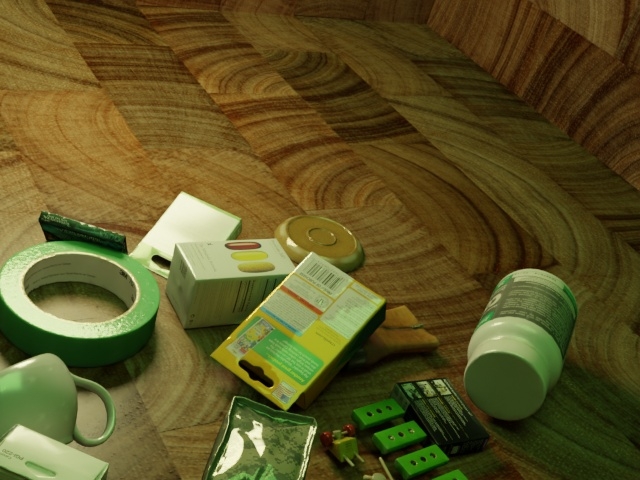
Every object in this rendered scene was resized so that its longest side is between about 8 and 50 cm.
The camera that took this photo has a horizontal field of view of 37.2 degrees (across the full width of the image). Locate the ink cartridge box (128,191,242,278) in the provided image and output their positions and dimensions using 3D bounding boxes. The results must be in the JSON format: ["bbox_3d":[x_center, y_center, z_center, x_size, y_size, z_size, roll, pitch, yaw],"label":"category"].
[{"bbox_3d":[-0.313,0.008,2.211,0.171,0.056,0.235,25,56,13],"label":"ink cartridge box"}]

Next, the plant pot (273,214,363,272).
[{"bbox_3d":[0.000,0.000,2.398,0.236,0.032,0.236,12,32,-8],"label":"plant pot"}]

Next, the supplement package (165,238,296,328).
[{"bbox_3d":[-0.192,0.090,2.062,0.244,0.134,0.139,-3,37,-30],"label":"supplement package"}]

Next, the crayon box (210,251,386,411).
[{"bbox_3d":[-0.041,0.196,1.938,0.203,0.083,0.323,33,60,23],"label":"crayon box"}]

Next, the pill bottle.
[{"bbox_3d":[0.442,0.226,2.099,0.204,0.204,0.361,24,31,11],"label":"pill bottle"}]

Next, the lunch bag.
[{"bbox_3d":[-0.117,0.428,1.470,0.168,0.235,0.287,16,32,1],"label":"lunch bag"}]

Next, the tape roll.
[{"bbox_3d":[-0.489,0.121,1.921,0.321,0.077,0.321,13,32,-8],"label":"tape roll"}]

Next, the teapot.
[{"bbox_3d":[-0.486,0.308,1.524,0.187,0.256,0.252,62,1,4],"label":"teapot"}]

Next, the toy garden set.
[{"bbox_3d":[0.131,0.418,1.795,0.203,0.049,0.244,-9,41,-39],"label":"toy garden set"}]

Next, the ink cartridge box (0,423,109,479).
[{"bbox_3d":[-0.411,0.397,1.388,0.158,0.218,0.092,22,31,6],"label":"ink cartridge box"}]

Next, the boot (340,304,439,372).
[{"bbox_3d":[0.097,0.168,2.124,0.280,0.096,0.264,-9,39,-39],"label":"boot"}]

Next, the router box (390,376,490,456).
[{"bbox_3d":[0.242,0.359,1.940,0.133,0.046,0.179,-1,36,-29],"label":"router box"}]

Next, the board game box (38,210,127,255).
[{"bbox_3d":[-0.514,-0.006,2.072,0.186,0.126,0.026,17,68,-1],"label":"board game box"}]
